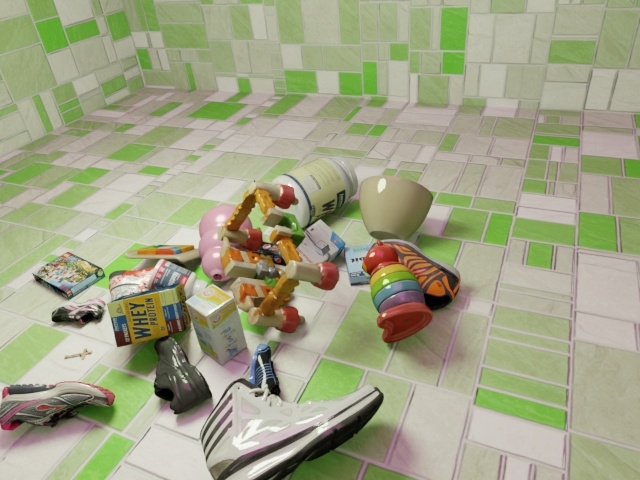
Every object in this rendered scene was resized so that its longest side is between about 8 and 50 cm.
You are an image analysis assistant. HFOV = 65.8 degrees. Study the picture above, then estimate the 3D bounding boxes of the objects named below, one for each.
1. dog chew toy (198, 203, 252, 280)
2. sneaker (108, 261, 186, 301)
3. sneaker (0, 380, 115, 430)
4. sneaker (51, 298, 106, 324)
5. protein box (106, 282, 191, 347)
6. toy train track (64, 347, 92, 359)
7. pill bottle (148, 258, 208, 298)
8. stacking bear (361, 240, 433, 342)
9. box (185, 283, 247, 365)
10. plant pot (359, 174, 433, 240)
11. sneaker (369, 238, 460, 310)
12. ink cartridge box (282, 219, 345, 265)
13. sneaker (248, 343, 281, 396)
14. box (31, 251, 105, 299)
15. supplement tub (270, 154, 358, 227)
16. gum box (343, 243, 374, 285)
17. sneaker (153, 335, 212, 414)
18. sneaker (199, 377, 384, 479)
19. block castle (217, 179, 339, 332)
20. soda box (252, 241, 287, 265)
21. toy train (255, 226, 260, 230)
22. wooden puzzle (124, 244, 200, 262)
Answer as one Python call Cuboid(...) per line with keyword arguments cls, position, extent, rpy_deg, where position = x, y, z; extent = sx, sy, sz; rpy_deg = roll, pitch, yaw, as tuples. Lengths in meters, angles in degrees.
Cuboid(cls="dog chew toy", position=(-0.363, 0.017, 1.849), extent=(0.207, 0.206, 0.331), rpy_deg=(-4, 42, 3))
Cuboid(cls="sneaker", position=(-0.608, 0.167, 1.764), extent=(0.270, 0.090, 0.144), rpy_deg=(-7, 49, -19))
Cuboid(cls="sneaker", position=(-0.715, 0.452, 1.355), extent=(0.300, 0.120, 0.111), rpy_deg=(-5, 64, 0))
Cuboid(cls="sneaker", position=(-0.828, 0.253, 1.685), extent=(0.179, 0.072, 0.077), rpy_deg=(-15, 46, -3))
Cuboid(cls="protein box", position=(-0.524, 0.224, 1.540), extent=(0.200, 0.135, 0.201), rpy_deg=(-12, 2, -9))
Cuboid(cls="toy train track", position=(-0.767, 0.358, 1.566), extent=(0.083, 0.014, 0.048), rpy_deg=(-11, 35, -6))
Cuboid(cls="pill bottle", position=(-0.486, 0.146, 1.704), extent=(0.180, 0.108, 0.108), rpy_deg=(23, 36, -7))
Cuboid(cls="stacking bear", position=(0.215, 0.135, 1.513), extent=(0.164, 0.175, 0.288), rpy_deg=(-20, 52, 3))
Cuboid(cls="box", position=(-0.309, 0.251, 1.482), extent=(0.114, 0.203, 0.103), rpy_deg=(25, 45, 37))
Cuboid(cls="plant pot", position=(0.270, -0.100, 1.886), extent=(0.284, 0.284, 0.190), rpy_deg=(9, 73, 21))
Cuboid(cls="sneaker", position=(0.293, 0.115, 1.620), extent=(0.321, 0.124, 0.180), rpy_deg=(21, 43, 14))
Cuboid(cls="ink cartridge box", position=(-0.024, 0.033, 1.816), extent=(0.140, 0.082, 0.191), rpy_deg=(43, 53, 12))
Cuboid(cls="sneaker", position=(-0.151, 0.389, 1.375), extent=(0.091, 0.081, 0.232), rpy_deg=(2, 42, 6))
Cuboid(cls="box", position=(-0.967, 0.131, 1.900), extent=(0.233, 0.044, 0.159), rpy_deg=(17, 41, 30))
Cuboid(cls="supplement tub", position=(-0.025, -0.211, 2.084), extent=(0.325, 0.235, 0.235), rpy_deg=(-30, 41, -30))
Cuboid(cls="gum box", position=(0.173, 0.083, 1.795), extent=(0.157, 0.041, 0.184), rpy_deg=(-6, 36, -1))
Cuboid(cls="sneaker", position=(-0.426, 0.378, 1.412), extent=(0.130, 0.109, 0.286), rpy_deg=(-34, 39, -22))
Cuboid(cls="sneaker", position=(-0.081, 0.405, 1.201), extent=(0.448, 0.169, 0.257), rpy_deg=(-23, 57, -20))
Cuboid(cls="block castle", position=(-0.139, 0.049, 1.603), extent=(0.213, 0.303, 0.453), rpy_deg=(14, 35, -41))
Cuboid(cls="soda box", position=(-0.175, 0.050, 1.886), extent=(0.169, 0.053, 0.060), rpy_deg=(12, 38, 24))
Cuboid(cls="toy train", position=(-0.270, -0.029, 2.049), extent=(0.024, 0.017, 0.083), rpy_deg=(-4, 33, 20))
Cuboid(cls="wooden puzzle", position=(-0.584, 0.041, 1.893), extent=(0.239, 0.044, 0.221), rpy_deg=(5, 8, 12))
